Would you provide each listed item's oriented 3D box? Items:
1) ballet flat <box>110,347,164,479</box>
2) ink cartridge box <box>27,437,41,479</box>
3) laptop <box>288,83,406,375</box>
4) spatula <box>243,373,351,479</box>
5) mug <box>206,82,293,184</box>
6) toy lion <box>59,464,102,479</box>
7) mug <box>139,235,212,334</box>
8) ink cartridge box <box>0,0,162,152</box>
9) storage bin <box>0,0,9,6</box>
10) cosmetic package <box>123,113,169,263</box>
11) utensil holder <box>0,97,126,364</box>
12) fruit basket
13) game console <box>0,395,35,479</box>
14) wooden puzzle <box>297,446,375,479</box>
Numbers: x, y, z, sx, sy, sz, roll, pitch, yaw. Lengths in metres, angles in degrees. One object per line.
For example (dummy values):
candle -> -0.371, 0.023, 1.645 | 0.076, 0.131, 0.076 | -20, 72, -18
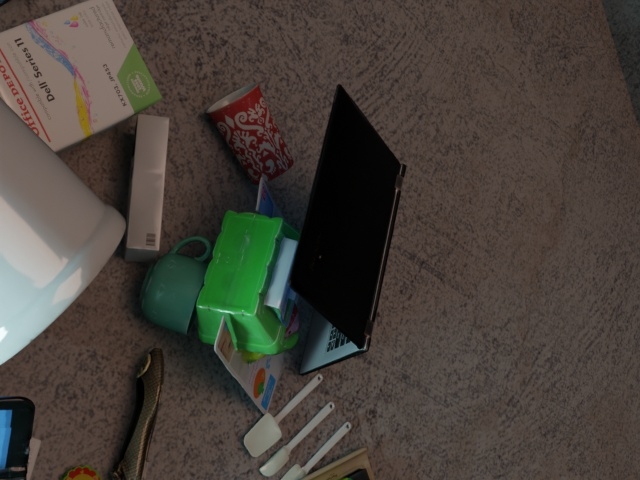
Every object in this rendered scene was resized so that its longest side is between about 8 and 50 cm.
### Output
ballet flat -> -0.305, 0.300, 1.663 | 0.058, 0.084, 0.250 | 12, 74, -14
ink cartridge box -> -0.497, 0.371, 1.476 | 0.104, 0.061, 0.181 | 27, 63, -32
laptop -> 0.000, 0.000, 1.814 | 0.236, 0.408, 0.382 | 23, 64, -20
spatula -> -0.038, 0.373, 1.913 | 0.242, 0.019, 0.168 | -39, 105, -40
mug -> -0.118, -0.211, 1.922 | 0.150, 0.113, 0.169 | -42, 111, -37
toy lion -> -0.373, 0.411, 1.602 | 0.100, 0.034, 0.096 | 15, 62, -39
mug -> -0.250, 0.076, 1.721 | 0.097, 0.129, 0.158 | 19, 58, -1
ink cartridge box -> -0.456, -0.243, 1.620 | 0.353, 0.119, 0.207 | -37, 105, -41
storage bin -> -0.509, -0.436, 1.618 | 0.091, 0.135, 0.098 | -47, 111, -28
cosmetic package -> -0.303, -0.088, 1.728 | 0.060, 0.099, 0.239 | 5, 74, -10
utensil holder -> -0.522, -0.051, 1.385 | 0.385, 0.327, 0.328 | 47, 53, -20
fruit basket -> -0.089, 0.111, 1.789 | 0.353, 0.165, 0.327 | 59, 41, -56
game console -> -0.533, 0.348, 1.320 | 0.293, 0.173, 0.250 | 0, 74, -22
wooden puzzle -> 0.054, 0.546, 1.931 | 0.221, 0.044, 0.239 | -15, 91, -45
